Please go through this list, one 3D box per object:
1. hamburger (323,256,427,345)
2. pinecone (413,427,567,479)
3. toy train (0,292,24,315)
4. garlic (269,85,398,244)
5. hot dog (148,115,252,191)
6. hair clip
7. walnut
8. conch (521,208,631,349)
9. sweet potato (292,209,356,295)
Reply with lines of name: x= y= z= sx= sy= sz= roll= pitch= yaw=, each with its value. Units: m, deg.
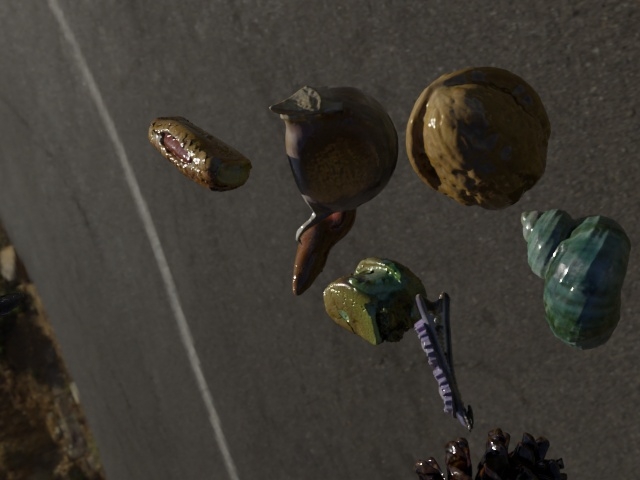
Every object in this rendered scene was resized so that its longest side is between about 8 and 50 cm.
hamburger: x=0.139 y=0.139 z=2.201 sx=0.288 sy=0.167 sz=0.192 roll=25 pitch=133 yaw=43
pinecone: x=0.280 y=0.438 z=1.451 sx=0.244 sy=0.309 sz=0.244 roll=42 pitch=148 yaw=35
toy train: x=-0.307 y=0.064 z=0.765 sx=0.017 sy=0.083 sz=0.017 roll=28 pitch=123 yaw=48
garlic: x=0.032 y=-0.100 z=1.165 sx=0.148 sy=0.128 sz=0.266 roll=6 pitch=130 yaw=14
hot dog: x=-0.181 y=-0.127 z=1.228 sx=0.289 sy=0.083 sz=0.068 roll=34 pitch=111 yaw=58
hair clip: x=0.245 y=0.238 z=1.682 sx=0.106 sy=0.084 sz=0.292 roll=-35 pitch=-70 yaw=-84
walnut: x=0.271 y=-0.181 z=1.476 sx=0.224 sy=0.257 sz=0.257 roll=-106 pitch=14 yaw=-62
conch: x=0.465 y=0.048 z=1.556 sx=0.277 sy=0.195 sz=0.220 roll=53 pitch=133 yaw=15
sweet potato: x=0.001 y=0.000 z=1.354 sx=0.058 sy=0.202 sz=0.055 roll=42 pitch=156 yaw=-23
